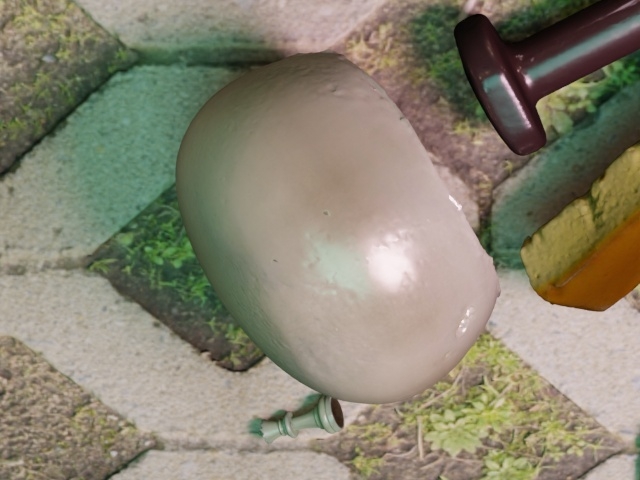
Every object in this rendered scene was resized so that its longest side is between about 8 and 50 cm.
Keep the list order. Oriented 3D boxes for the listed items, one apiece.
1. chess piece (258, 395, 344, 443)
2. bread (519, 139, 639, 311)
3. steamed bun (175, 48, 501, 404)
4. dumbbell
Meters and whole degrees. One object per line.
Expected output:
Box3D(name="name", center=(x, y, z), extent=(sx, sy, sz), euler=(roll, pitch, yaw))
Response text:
Box3D(name="chess piece", center=(-0.023, 0.195, 1.502), extent=(0.093, 0.042, 0.042), euler=(-19, 113, 18))
Box3D(name="bread", center=(0.336, -0.067, 1.284), extent=(0.138, 0.077, 0.361), euler=(3, 139, -48))
Box3D(name="steamed bun", center=(0.000, 0.000, 1.251), extent=(0.206, 0.324, 0.324), euler=(-33, 111, -7))
Box3D(name="dumbbell", center=(0.242, -0.180, 1.264), extent=(0.225, 0.124, 0.140), euler=(-27, 112, 14))
